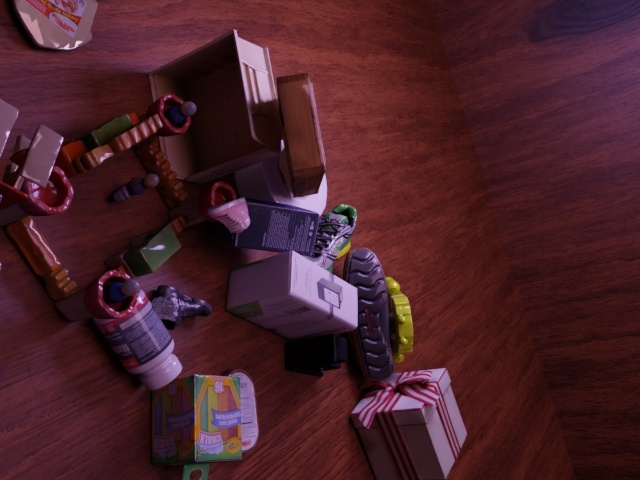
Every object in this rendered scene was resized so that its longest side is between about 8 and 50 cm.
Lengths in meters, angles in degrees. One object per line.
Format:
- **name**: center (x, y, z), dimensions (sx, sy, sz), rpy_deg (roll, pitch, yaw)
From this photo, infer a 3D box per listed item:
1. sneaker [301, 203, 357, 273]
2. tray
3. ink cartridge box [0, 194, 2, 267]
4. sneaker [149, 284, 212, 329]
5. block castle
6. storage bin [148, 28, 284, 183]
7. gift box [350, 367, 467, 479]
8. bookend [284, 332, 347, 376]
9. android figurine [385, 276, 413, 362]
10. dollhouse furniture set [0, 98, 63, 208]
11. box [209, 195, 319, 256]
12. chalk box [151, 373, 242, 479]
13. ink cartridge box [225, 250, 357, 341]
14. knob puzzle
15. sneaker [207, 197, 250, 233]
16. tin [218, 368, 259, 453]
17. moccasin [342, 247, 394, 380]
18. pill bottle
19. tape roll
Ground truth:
- **sneaker**: center (0.000, 0.000, 1.880), dimensions (0.343, 0.134, 0.146), rpy_deg (-53, 163, -57)
- **tray**: center (-0.045, -0.223, 1.603), dimensions (0.411, 0.076, 0.203), rpy_deg (123, -43, -87)
- **ink cartridge box**: center (-0.601, 0.075, 0.912), dimensions (0.324, 0.071, 0.330), rpy_deg (10, 103, -52)
- **sneaker**: center (-0.306, 0.154, 1.484), dimensions (0.170, 0.051, 0.089), rpy_deg (33, 51, -39)
- **block castle**: center (-0.361, -0.079, 1.350), dimensions (0.303, 0.212, 0.453), rpy_deg (62, 35, -17)
- **storage bin**: center (-0.235, -0.288, 1.579), dimensions (0.123, 0.262, 0.261), rpy_deg (3, 74, -58)
- **gift box**: center (0.251, 0.511, 1.966), dimensions (0.276, 0.255, 0.258), rpy_deg (-38, 110, -61)
- **bookend**: center (0.016, 0.296, 1.798), dimensions (0.157, 0.156, 0.072), rpy_deg (24, 57, -50)
- **android figurine**: center (0.222, 0.237, 2.075), dimensions (0.273, 0.056, 0.248), rpy_deg (-120, -155, -79)
- **dollhouse furniture set**: center (-0.561, -0.115, 1.029), dimensions (0.259, 0.262, 0.135), rpy_deg (35, 52, -42)
- **box**: center (-0.133, -0.037, 1.647), dimensions (0.207, 0.153, 0.108), rpy_deg (8, 96, -35)
- **chalk box**: center (-0.246, 0.383, 1.398), dimensions (0.132, 0.132, 0.213), rpy_deg (17, 63, -52)
- **ink cartridge box**: center (-0.063, 0.144, 1.706), dimensions (0.273, 0.198, 0.115), rpy_deg (33, 50, -46)
- **knob puzzle**: center (-0.544, -0.460, 1.406), dimensions (0.213, 0.030, 0.213), rpy_deg (29, 54, -48)
- **sneaker**: center (-0.182, -0.046, 1.440), dimensions (0.134, 0.050, 0.070), rpy_deg (-29, 105, -70)
- **tin**: center (-0.187, 0.383, 1.575), dimensions (0.106, 0.040, 0.190), rpy_deg (8, 70, -50)
- **moccasin**: center (0.135, 0.209, 2.026), dimensions (0.139, 0.147, 0.380), rpy_deg (-15, 95, -12)
- **pill bottle**: center (-0.346, 0.194, 1.352), dimensions (0.180, 0.108, 0.108), rpy_deg (62, 35, -17)
- **tape roll**: center (-0.102, -0.171, 1.871), dimensions (0.286, 0.100, 0.286), rpy_deg (26, 56, -48)
